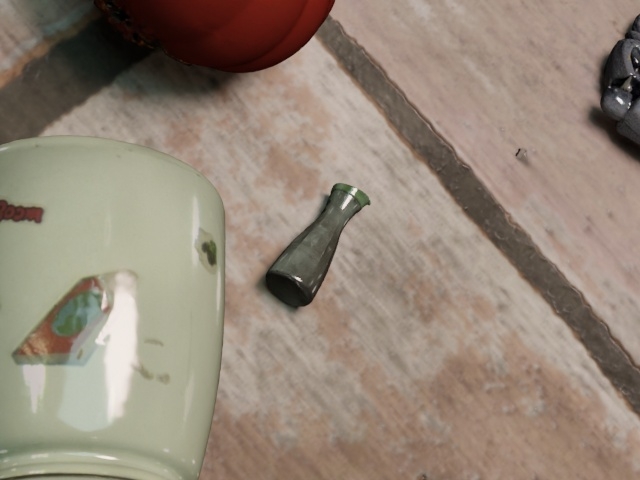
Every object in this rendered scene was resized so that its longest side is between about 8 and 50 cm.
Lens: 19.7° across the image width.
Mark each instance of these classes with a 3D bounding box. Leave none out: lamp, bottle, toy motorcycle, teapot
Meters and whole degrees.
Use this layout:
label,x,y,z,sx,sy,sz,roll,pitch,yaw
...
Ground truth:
label,x,y,z,sx,sy,sz,roll,pitch,yaw
lamp,-0.089,-0.237,1.450,0.227,0.227,0.227,6,69,-16
bottle,-0.169,0.129,1.275,0.229,0.229,0.352,5,63,-16
toy motorcycle,0.303,-0.115,1.608,0.124,0.061,0.193,-15,70,-29
teapot,0.000,0.000,1.482,0.043,0.043,0.111,36,60,-3
